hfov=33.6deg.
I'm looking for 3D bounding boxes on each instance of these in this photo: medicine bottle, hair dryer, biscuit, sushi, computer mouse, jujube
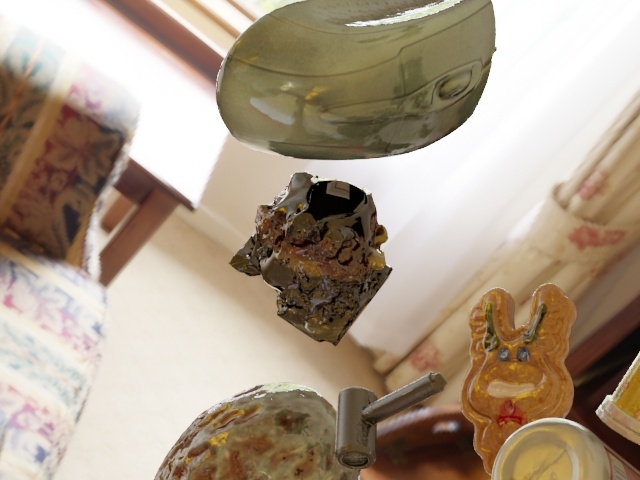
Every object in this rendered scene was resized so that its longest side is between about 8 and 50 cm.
[{"bbox_3d":[0.296,0.292,1.165,0.250,0.131,0.131,39,21,-43],"label":"medicine bottle"},{"bbox_3d":[0.043,0.102,0.636,0.026,0.083,0.047,36,38,-31],"label":"hair dryer"},{"bbox_3d":[0.332,0.235,1.799,0.047,0.202,0.333,28,65,-51],"label":"biscuit"},{"bbox_3d":[0.000,0.000,1.297,0.172,0.150,0.153,33,48,9],"label":"sushi"},{"bbox_3d":[0.403,0.127,1.215,0.074,0.218,0.074,27,12,-6],"label":"medicine bottle"},{"bbox_3d":[0.068,-0.179,1.203,0.371,0.188,0.122,-15,41,-26],"label":"computer mouse"},{"bbox_3d":[-0.085,0.340,1.522,0.246,0.308,0.215,38,15,-16],"label":"jujube"}]
